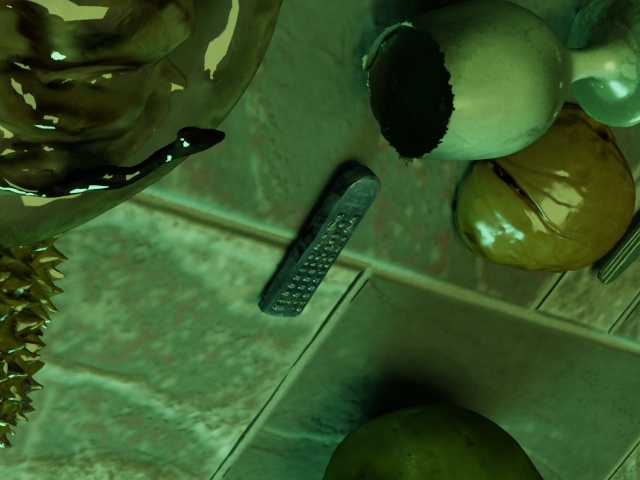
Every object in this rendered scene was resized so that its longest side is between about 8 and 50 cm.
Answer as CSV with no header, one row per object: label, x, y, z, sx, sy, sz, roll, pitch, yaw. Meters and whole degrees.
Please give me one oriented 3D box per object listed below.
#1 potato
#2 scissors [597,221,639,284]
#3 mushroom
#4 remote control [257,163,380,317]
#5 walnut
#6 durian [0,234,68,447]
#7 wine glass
potato,0.116,0.273,1.423,0.216,0.216,0.304,-49,132,8
scissors,0.434,-0.123,1.459,0.447,0.029,0.192,-48,141,7
mushroom,-0.164,-0.135,0.714,0.362,0.294,0.362,-22,138,-21
remote control,0.001,0.001,1.207,0.043,0.027,0.152,3,125,-50
walnut,0.224,-0.031,1.321,0.211,0.087,0.167,14,112,-47
durian,-0.244,0.055,0.966,0.183,0.138,0.250,-13,128,-21
wine glass,0.155,-0.131,1.137,0.241,0.126,0.126,-11,132,-36
